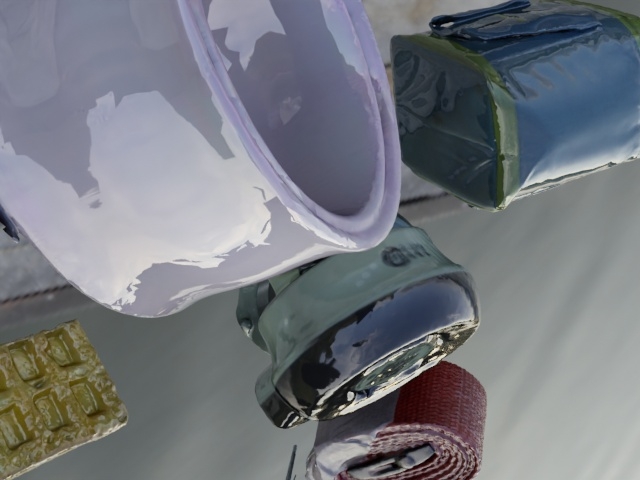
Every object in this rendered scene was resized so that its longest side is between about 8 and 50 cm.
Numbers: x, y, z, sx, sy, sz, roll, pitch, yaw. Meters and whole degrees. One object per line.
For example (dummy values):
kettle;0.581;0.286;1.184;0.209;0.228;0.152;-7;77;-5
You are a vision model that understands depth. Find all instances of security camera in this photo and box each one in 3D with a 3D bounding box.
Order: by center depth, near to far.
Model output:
security camera;0.000;0.000;1.010;0.197;0.277;0.191;-15;155;-39

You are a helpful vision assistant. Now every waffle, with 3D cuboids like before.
waffle;-0.394;0.216;1.456;0.274;0.168;0.057;-20;166;-46

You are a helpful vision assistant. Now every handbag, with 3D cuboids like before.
handbag;0.239;-0.172;1.359;0.241;0.263;0.222;-21;116;-23

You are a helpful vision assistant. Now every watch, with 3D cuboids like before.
watch;-0.059;-0.083;0.497;0.211;0.217;0.248;-18;178;21

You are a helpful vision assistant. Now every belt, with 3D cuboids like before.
belt;0.083;0.202;1.218;0.201;0.124;0.128;-19;122;27

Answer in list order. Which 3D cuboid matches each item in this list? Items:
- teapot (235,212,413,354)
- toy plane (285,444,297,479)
teapot;0.022;0.048;1.234;0.203;0.171;0.225;-29;-177;-27
toy plane;-0.039;0.314;1.032;0.088;0.267;0.212;20;91;-10
